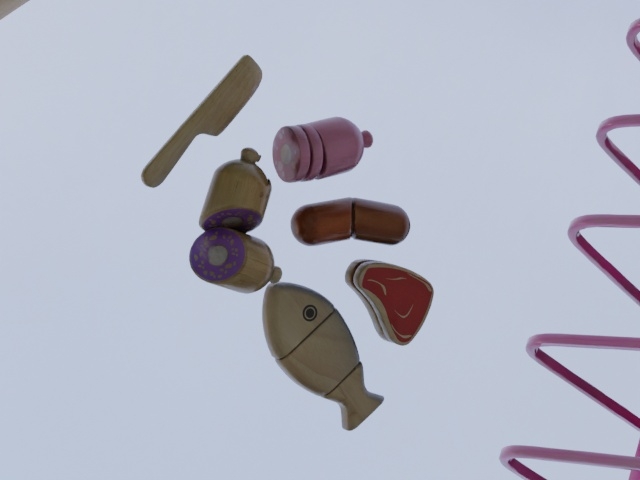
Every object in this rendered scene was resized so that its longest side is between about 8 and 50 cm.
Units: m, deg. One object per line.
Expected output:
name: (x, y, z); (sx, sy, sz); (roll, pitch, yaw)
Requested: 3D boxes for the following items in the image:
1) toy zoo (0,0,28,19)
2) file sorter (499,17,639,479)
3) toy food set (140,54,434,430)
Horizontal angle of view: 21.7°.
toy zoo: (-0.155, -0.156, 0.441); (0.192, 0.293, 0.030); (-30, -126, 17)
file sorter: (0.248, 0.030, 0.947); (0.202, 0.182, 0.290); (1, -116, 44)
toy food set: (0.000, 0.000, 0.559); (0.122, 0.019, 0.078); (47, -108, -26)
